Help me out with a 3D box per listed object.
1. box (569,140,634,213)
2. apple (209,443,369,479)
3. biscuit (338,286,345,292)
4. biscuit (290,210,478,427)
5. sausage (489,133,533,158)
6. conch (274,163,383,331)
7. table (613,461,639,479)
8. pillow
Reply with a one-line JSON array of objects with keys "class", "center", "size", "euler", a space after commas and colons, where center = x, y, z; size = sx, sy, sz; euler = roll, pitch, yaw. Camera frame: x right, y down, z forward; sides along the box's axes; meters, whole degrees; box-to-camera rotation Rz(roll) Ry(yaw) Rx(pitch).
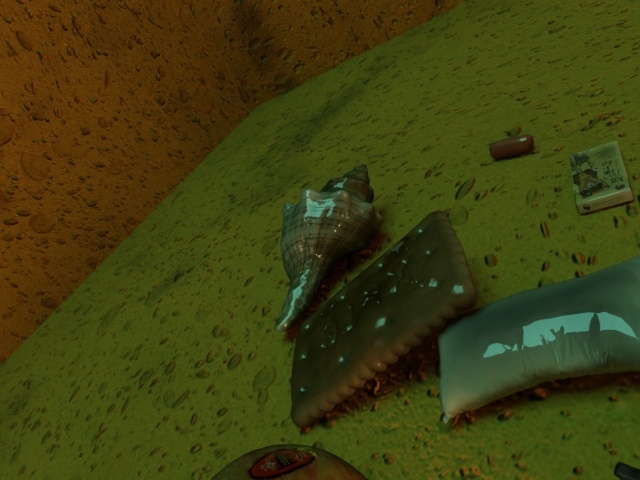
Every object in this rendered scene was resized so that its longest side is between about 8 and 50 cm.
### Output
[{"class": "box", "center": [0.418, -0.097, 0.757], "size": [0.073, 0.020, 0.149], "euler": [-18, 31, 32]}, {"class": "apple", "center": [-0.024, 0.285, 0.419], "size": [0.211, 0.211, 0.187], "euler": [-46, 25, -22]}, {"class": "biscuit", "center": [0.074, 0.091, 0.851], "size": [0.129, 0.019, 0.119], "euler": [-33, 25, 4]}, {"class": "biscuit", "center": [0.070, 0.104, 0.715], "size": [0.325, 0.044, 0.217], "euler": [-43, 20, 24]}, {"class": "sausage", "center": [0.360, -0.177, 0.952], "size": [0.083, 0.034, 0.034], "euler": [-7, 37, 45]}, {"class": "conch", "center": [-0.009, -0.011, 0.971], "size": [0.386, 0.169, 0.203], "euler": [-45, 2, -25]}, {"class": "table", "center": [0.364, 0.122, 0.253], "size": [0.251, 0.196, 0.282], "euler": [-49, 26, -25]}, {"class": "pillow", "center": [0.244, 0.108, 0.546], "size": [0.254, 0.078, 0.144], "euler": [-23, 30, 29]}]
